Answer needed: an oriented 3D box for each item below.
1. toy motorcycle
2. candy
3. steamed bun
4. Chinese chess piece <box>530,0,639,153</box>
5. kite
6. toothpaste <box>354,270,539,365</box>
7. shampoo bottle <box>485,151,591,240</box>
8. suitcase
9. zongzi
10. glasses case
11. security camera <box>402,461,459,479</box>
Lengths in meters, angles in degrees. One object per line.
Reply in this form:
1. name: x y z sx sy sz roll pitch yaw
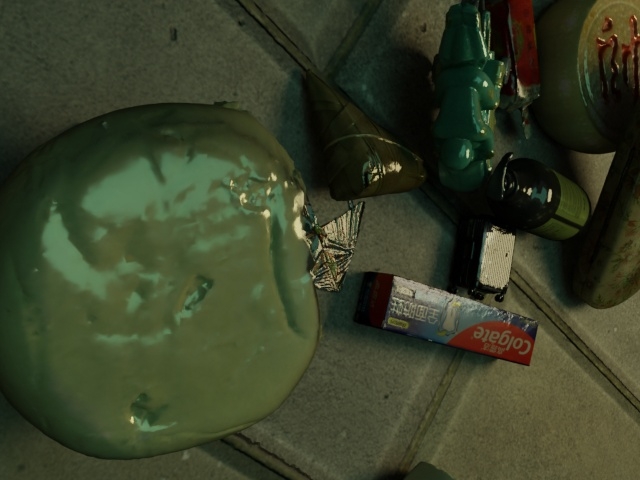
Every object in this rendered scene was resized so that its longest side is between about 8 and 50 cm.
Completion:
1. toy motorcycle: 0.191 -0.179 1.060 0.198 0.109 0.296 -55 146 -57
2. candy: 0.289 -0.292 1.191 0.086 0.059 0.292 -19 105 -37
3. steamed bun: -0.175 0.033 0.764 0.312 0.233 0.333 -7 105 -25
4. Chinese chess piece: 0.453 -0.276 1.282 0.270 0.112 0.270 -2 94 -35
5. kite: 0.000 0.000 1.028 0.183 0.010 0.160 -31 110 -31
6. toothpaste: 0.193 0.118 1.147 0.320 0.066 0.076 17 83 -35
7. shampoo bottle: 0.309 -0.062 1.147 0.284 0.101 0.101 11 87 -55
8. suitcase: 0.245 0.025 1.183 0.086 0.059 0.126 14 83 -37
9. zongzi: 0.069 -0.146 1.045 0.189 0.081 0.178 -11 80 -45
10. glasses case: 0.516 -0.070 1.260 0.156 0.098 0.425 -15 130 -29
11. security camera: 0.141 0.446 1.062 0.236 0.194 0.194 -47 118 -18
